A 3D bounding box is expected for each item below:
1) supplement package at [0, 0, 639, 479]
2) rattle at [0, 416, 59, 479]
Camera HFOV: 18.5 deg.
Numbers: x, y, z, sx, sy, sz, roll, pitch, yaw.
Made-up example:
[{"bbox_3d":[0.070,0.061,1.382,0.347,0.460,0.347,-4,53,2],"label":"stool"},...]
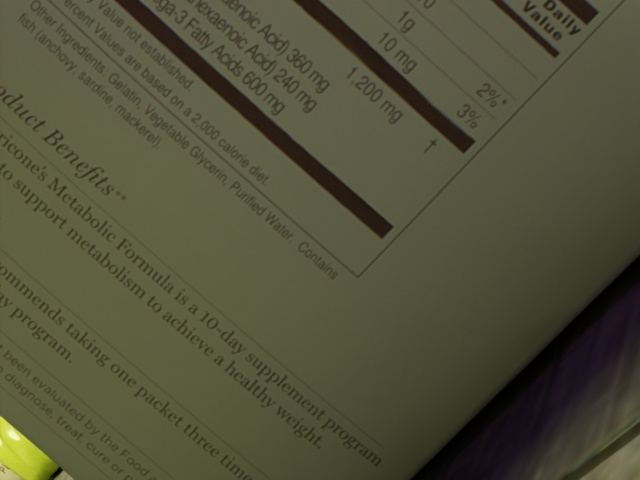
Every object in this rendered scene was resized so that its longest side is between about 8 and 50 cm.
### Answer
[{"bbox_3d":[0.024,-0.061,0.438,0.244,0.134,0.139,-46,8,18],"label":"supplement package"},{"bbox_3d":[-0.146,0.024,0.990,0.200,0.142,0.130,-62,-5,-36],"label":"rattle"}]
